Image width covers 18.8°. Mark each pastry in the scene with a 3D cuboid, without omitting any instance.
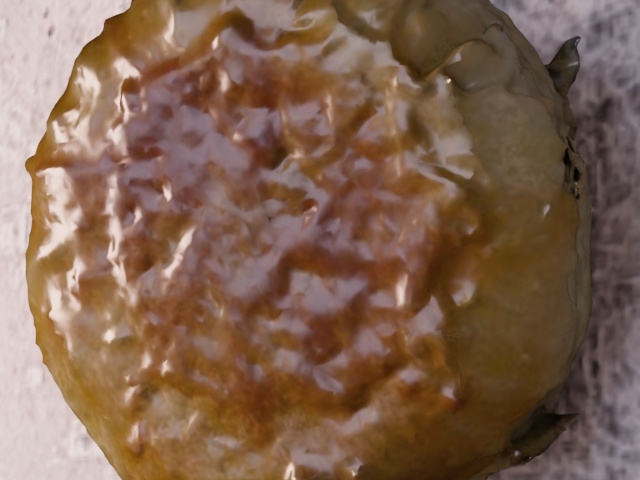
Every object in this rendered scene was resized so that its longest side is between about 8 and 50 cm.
[{"bbox_3d":[-0.005,-0.001,0.802,0.257,0.121,0.236,-16,88,25],"label":"pastry"}]
